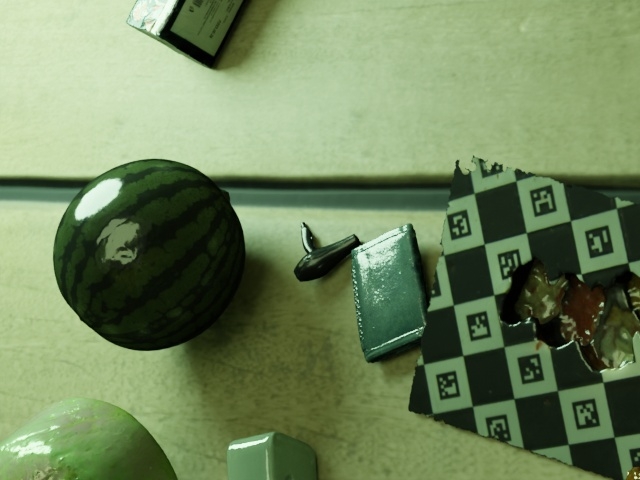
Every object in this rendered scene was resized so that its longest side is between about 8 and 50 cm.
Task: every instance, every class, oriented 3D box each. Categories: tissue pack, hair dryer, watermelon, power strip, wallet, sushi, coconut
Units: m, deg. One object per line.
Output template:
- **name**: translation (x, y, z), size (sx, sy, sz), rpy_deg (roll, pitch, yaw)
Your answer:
- **tissue pack**: translation (-0.146, -0.308, 1.812), size (0.090, 0.103, 0.170), rpy_deg (30, 91, 45)
- **hair dryer**: translation (0.000, 0.000, 1.626), size (0.079, 0.031, 0.083), rpy_deg (-32, 46, 11)
- **watermelon**: translation (-0.184, 0.014, 1.641), size (0.212, 0.212, 0.212), rpy_deg (-15, 63, 33)
- **power strip**: translation (-0.037, 0.378, 1.451), size (0.062, 0.091, 0.385), rpy_deg (-19, 62, 28)
- **wallet**: translation (0.073, 0.056, 1.542), size (0.088, 0.026, 0.129), rpy_deg (-26, 59, 32)
- **sushi**: translation (0.228, 0.073, 1.400), size (0.290, 0.050, 0.264), rpy_deg (17, 102, 39)
- **coconut**: translation (-0.256, 0.278, 1.596), size (0.236, 0.236, 0.205), rpy_deg (8, 111, 40)

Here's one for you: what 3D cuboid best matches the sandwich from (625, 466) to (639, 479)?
- **sandwich**: translation (0.289, 0.310, 1.180), size (0.250, 0.162, 0.301), rpy_deg (-12, 67, 29)
